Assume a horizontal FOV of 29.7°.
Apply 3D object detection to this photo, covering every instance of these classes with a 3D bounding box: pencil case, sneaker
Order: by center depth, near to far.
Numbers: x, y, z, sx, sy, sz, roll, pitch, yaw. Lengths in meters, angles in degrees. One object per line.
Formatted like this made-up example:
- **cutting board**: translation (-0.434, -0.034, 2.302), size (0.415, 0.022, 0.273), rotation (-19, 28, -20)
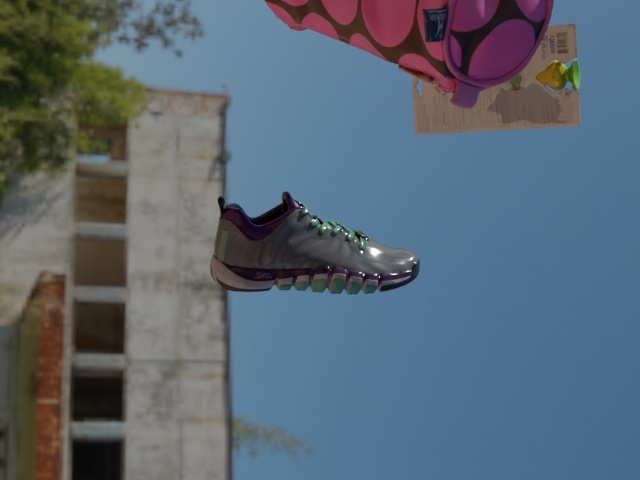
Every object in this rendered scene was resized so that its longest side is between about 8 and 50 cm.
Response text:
- **pencil case**: translation (0.042, -0.156, 0.759), size (0.209, 0.095, 0.098), rotation (33, -65, 50)
- **sneaker**: translation (0.000, 0.000, 1.238), size (0.083, 0.223, 0.098), rotation (-136, -132, -67)

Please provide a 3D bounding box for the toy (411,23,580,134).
- **toy**: translation (0.245, -0.221, 1.671), size (0.237, 0.056, 0.137), rotation (0, -81, 29)
